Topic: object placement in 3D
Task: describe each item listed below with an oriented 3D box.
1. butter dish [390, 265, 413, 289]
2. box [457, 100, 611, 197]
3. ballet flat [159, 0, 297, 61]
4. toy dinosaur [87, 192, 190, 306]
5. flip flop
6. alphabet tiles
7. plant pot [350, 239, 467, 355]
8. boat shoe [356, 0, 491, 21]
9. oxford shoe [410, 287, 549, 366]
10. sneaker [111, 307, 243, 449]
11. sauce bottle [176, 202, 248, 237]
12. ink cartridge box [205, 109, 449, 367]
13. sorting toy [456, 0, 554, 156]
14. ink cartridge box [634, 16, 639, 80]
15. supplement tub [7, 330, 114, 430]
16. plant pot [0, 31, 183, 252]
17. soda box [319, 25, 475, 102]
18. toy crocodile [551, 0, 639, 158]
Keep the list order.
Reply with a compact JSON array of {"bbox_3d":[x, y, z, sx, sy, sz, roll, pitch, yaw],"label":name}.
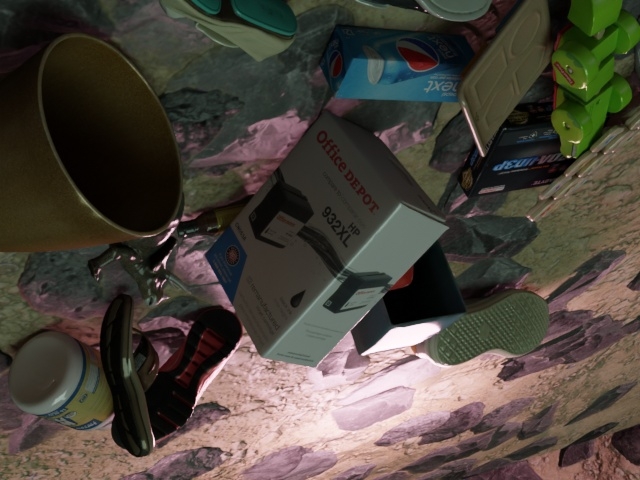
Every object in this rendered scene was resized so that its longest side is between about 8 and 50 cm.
[{"bbox_3d":[0.071,0.007,1.409,0.159,0.118,0.160,-10,105,-16],"label":"butter dish"},{"bbox_3d":[0.364,-0.160,1.388,0.220,0.051,0.175,-9,146,-21],"label":"box"},{"bbox_3d":[-0.128,-0.266,0.902,0.086,0.086,0.248,-38,146,25],"label":"ballet flat"},{"bbox_3d":[-0.261,-0.031,1.165,0.160,0.121,0.314,-15,145,-34],"label":"toy dinosaur"},{"bbox_3d":[-0.313,0.228,1.377,0.080,0.277,0.112,-11,178,-35],"label":"flip flop"},{"bbox_3d":[0.483,-0.138,1.414,0.284,0.021,0.278,-47,164,26],"label":"alphabet tiles"},{"bbox_3d":[0.145,0.132,1.598,0.165,0.166,0.234,-7,152,-23],"label":"plant pot"},{"bbox_3d":[0.080,-0.325,0.927,0.302,0.091,0.115,10,92,-40],"label":"boat shoe"},{"bbox_3d":[0.377,0.198,1.885,0.449,0.169,0.130,-6,-173,-38],"label":"oxford shoe"},{"bbox_3d":[-0.258,0.272,1.504,0.314,0.116,0.136,-48,171,-25],"label":"sneaker"},{"bbox_3d":[-0.163,-0.030,1.269,0.128,0.042,0.042,-12,147,-13],"label":"sauce bottle"},{"bbox_3d":[0.000,0.000,1.191,0.129,0.223,0.307,20,118,-48],"label":"ink cartridge box"},{"bbox_3d":[0.257,-0.240,1.122,0.208,0.038,0.193,-56,154,-4],"label":"sorting toy"},{"bbox_3d":[0.611,-0.321,1.262,0.208,0.087,0.153,-26,148,8],"label":"ink cartridge box"},{"bbox_3d":[-0.437,0.256,1.432,0.144,0.144,0.200,-28,148,9],"label":"supplement tub"},{"bbox_3d":[-0.333,-0.081,0.937,0.254,0.237,0.237,-19,151,21],"label":"plant pot"},{"bbox_3d":[0.110,-0.238,1.096,0.210,0.067,0.071,-4,145,-28],"label":"soda box"},{"bbox_3d":[0.390,-0.248,1.194,0.115,0.105,0.341,-39,148,-10],"label":"toy crocodile"}]
